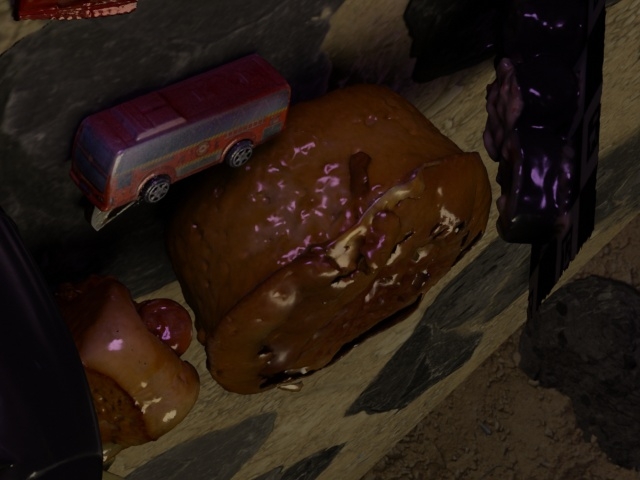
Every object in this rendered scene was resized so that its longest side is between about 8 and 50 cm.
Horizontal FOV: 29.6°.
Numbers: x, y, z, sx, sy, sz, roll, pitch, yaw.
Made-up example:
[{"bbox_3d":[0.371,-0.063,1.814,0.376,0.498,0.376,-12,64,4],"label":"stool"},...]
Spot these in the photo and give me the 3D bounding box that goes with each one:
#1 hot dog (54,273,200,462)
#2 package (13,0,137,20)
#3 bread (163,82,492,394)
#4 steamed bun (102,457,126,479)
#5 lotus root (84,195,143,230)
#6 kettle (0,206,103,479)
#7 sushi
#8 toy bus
[{"bbox_3d":[-0.214,0.124,1.132,0.257,0.150,0.153,-27,-159,37],"label":"hot dog"},{"bbox_3d":[-0.142,-0.168,0.712,0.083,0.022,0.200,-12,173,-14],"label":"package"},{"bbox_3d":[0.000,-0.001,1.216,0.337,0.204,0.358,-40,166,-3],"label":"bread"},{"bbox_3d":[-0.398,0.422,1.445,0.428,0.189,0.247,-44,161,3],"label":"steamed bun"},{"bbox_3d":[-0.171,-0.044,1.055,0.083,0.030,0.037,-36,-167,0],"label":"lotus root"},{"bbox_3d":[-0.267,0.126,0.892,0.207,0.271,0.251,-26,157,-34],"label":"kettle"},{"bbox_3d":[0.206,-0.133,1.251,0.100,0.373,0.296,8,160,0],"label":"sushi"},{"bbox_3d":[-0.113,-0.092,1.002,0.192,0.065,0.077,-27,148,-33],"label":"toy bus"}]
